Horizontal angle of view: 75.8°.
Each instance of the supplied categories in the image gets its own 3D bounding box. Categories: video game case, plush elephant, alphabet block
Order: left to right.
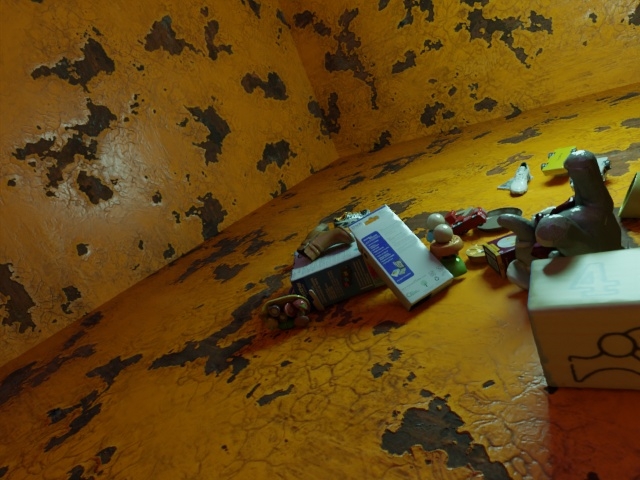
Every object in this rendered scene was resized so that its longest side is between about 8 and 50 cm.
[{"bbox_3d":[0.835,-0.248,1.767,0.122,0.011,0.087,-28,19,-15],"label":"video game case"},{"bbox_3d":[0.571,-0.015,1.015,0.255,0.330,0.272,-10,48,58],"label":"plush elephant"},{"bbox_3d":[0.520,0.147,0.775,0.197,0.192,0.193,-10,25,34],"label":"alphabet block"}]

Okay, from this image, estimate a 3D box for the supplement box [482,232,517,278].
[{"bbox_3d":[0.588,0.026,1.194,0.188,0.081,0.104,-21,18,5],"label":"supplement box"}]

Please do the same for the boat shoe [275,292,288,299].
[{"bbox_3d":[-0.160,0.254,1.535,0.042,0.049,0.133,-45,10,38],"label":"boat shoe"}]

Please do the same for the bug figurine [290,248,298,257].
[{"bbox_3d":[-0.002,0.021,1.939,0.216,0.072,0.279,-6,20,27],"label":"bug figurine"}]

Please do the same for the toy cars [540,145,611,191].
[{"bbox_3d":[0.954,-0.254,1.537,0.176,0.087,0.394,-25,21,12],"label":"toy cars"}]

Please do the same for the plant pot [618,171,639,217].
[{"bbox_3d":[0.916,-0.117,1.153,0.095,0.134,0.134,22,42,30],"label":"plant pot"}]

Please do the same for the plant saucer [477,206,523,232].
[{"bbox_3d":[0.642,-0.072,1.485,0.168,0.029,0.168,-22,19,8],"label":"plant saucer"}]

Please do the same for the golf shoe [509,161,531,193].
[{"bbox_3d":[0.813,-0.256,1.679,0.069,0.086,0.176,3,38,32],"label":"golf shoe"}]

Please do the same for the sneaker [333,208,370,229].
[{"bbox_3d":[0.159,-0.114,2.102,0.215,0.083,0.084,-28,17,-18],"label":"sneaker"}]

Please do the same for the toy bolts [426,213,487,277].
[{"bbox_3d":[0.435,-0.010,1.335,0.218,0.158,0.228,-20,15,-4],"label":"toy bolts"}]

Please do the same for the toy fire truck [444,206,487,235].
[{"bbox_3d":[0.540,-0.083,1.536,0.192,0.047,0.135,-34,18,49],"label":"toy fire truck"}]

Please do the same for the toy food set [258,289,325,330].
[{"bbox_3d":[-0.099,0.249,1.367,0.218,0.128,0.071,-17,39,4],"label":"toy food set"}]

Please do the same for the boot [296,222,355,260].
[{"bbox_3d":[0.018,0.016,1.483,0.197,0.073,0.152,14,52,48],"label":"boot"}]

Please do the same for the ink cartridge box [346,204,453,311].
[{"bbox_3d":[0.239,0.046,1.287,0.165,0.065,0.333,-28,61,-14],"label":"ink cartridge box"}]

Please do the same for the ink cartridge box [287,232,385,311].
[{"bbox_3d":[0.045,0.107,1.516,0.395,0.151,0.270,-20,17,8],"label":"ink cartridge box"}]
